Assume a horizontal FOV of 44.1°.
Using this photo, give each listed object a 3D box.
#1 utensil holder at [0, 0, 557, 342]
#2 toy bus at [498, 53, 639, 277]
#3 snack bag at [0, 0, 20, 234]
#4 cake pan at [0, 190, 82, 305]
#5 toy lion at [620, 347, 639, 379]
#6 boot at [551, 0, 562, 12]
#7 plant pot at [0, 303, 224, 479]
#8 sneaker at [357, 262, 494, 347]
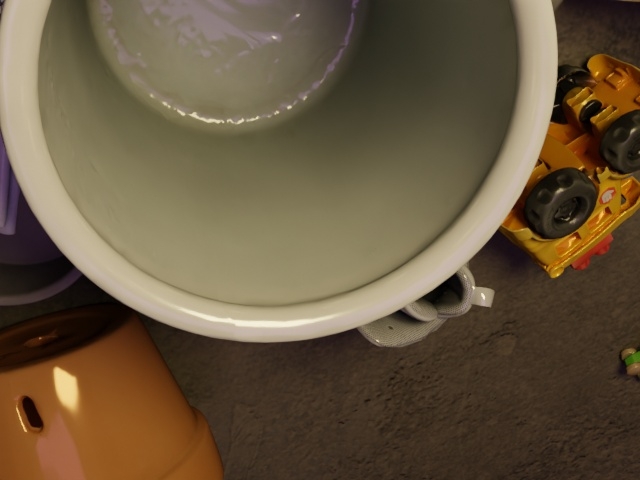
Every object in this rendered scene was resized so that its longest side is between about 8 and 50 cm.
[{"bbox_3d":[-0.052,-0.163,0.621,0.327,0.385,0.328,-5,119,-10],"label":"utensil holder"},{"bbox_3d":[0.297,-0.065,0.901,0.220,0.149,0.211,-41,131,7],"label":"toy bus"},{"bbox_3d":[-0.356,-0.205,0.619,0.342,0.037,0.323,23,114,19],"label":"snack bag"},{"bbox_3d":[-0.326,-0.076,0.741,0.293,0.054,0.293,5,117,10],"label":"cake pan"},{"bbox_3d":[0.478,0.165,1.104,0.096,0.034,0.100,17,133,-24],"label":"toy lion"},{"bbox_3d":[0.190,-0.180,0.805,0.208,0.189,0.076,-50,161,13],"label":"boot"},{"bbox_3d":[-0.266,0.195,0.838,0.290,0.291,0.204,-13,103,-6],"label":"plant pot"},{"bbox_3d":[0.000,0.000,0.808,0.365,0.210,0.138,13,101,-21],"label":"sneaker"}]
